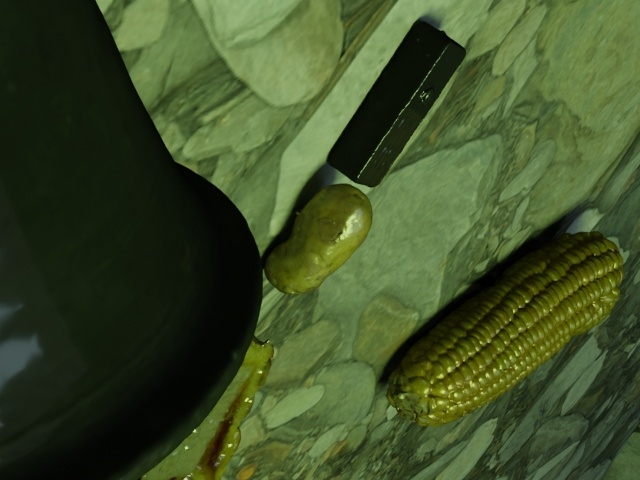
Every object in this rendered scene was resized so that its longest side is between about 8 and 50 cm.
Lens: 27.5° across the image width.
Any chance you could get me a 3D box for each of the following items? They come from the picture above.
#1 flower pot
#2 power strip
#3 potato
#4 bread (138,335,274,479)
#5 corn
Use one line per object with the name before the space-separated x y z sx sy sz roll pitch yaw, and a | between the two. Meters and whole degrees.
flower pot | -0.140 -0.030 0.369 0.235 0.235 0.148 -34 132 -35
power strip | 0.049 -0.085 0.830 0.111 0.029 0.038 -57 157 13
potato | 0.000 0.000 0.847 0.092 0.045 0.046 -52 176 23
bread | -0.128 0.116 0.717 0.181 0.096 0.222 -11 133 -57
corn | 0.184 0.083 1.245 0.313 0.102 0.102 -33 151 -38
